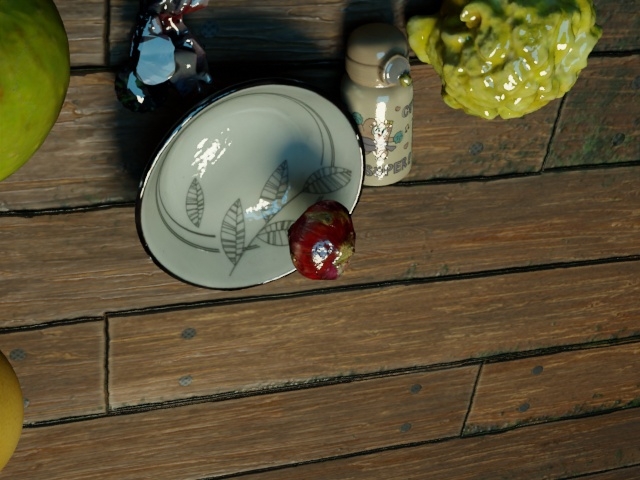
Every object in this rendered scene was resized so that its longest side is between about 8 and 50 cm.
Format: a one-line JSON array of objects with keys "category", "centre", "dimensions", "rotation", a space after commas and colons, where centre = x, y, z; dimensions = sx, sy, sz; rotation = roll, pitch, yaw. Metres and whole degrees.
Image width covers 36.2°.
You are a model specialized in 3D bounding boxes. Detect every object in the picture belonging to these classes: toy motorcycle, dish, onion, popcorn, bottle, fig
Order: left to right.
[{"category": "fig", "centre": [-0.402, -0.156, 1.011], "dimensions": [0.258, 0.258, 0.326], "rotation": [8, 138, -28]}, {"category": "toy motorcycle", "centre": [-0.165, -0.239, 1.146], "dimensions": [0.122, 0.082, 0.213], "rotation": [4, 126, -24]}, {"category": "dish", "centre": [-0.100, -0.087, 1.271], "dimensions": [0.317, 0.106, 0.316], "rotation": [-15, 132, -18]}, {"category": "onion", "centre": [0.000, 0.000, 1.263], "dimensions": [0.097, 0.107, 0.107], "rotation": [12, 134, 22]}, {"category": "bottle", "centre": [0.076, -0.177, 1.279], "dimensions": [0.097, 0.110, 0.209], "rotation": [-22, 134, -21]}, {"category": "popcorn", "centre": [0.227, -0.269, 1.225], "dimensions": [0.181, 0.217, 0.235], "rotation": [-17, 130, -46]}]

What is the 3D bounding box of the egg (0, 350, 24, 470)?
[{"category": "egg", "centre": [-0.536, 0.206, 1.232], "dimensions": [0.322, 0.250, 0.250], "rotation": [28, 112, -31]}]
